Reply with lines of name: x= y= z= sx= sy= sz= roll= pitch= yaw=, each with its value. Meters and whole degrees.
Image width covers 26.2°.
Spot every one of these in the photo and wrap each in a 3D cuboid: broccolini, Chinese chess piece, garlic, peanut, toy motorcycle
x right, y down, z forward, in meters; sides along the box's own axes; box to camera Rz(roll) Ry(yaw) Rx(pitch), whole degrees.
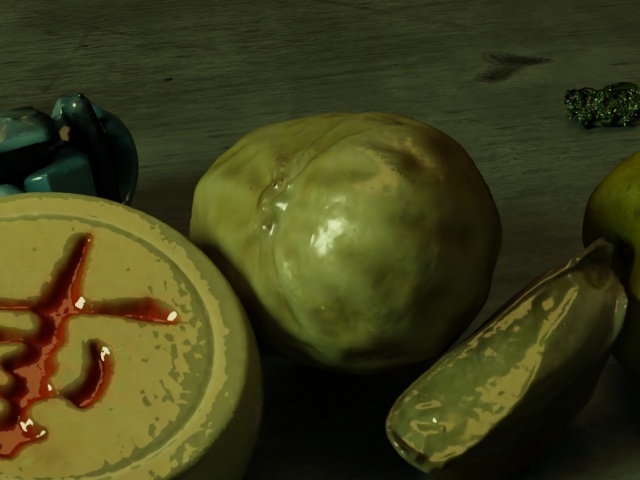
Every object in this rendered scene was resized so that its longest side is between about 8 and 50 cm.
broccolini: x=0.377 y=-0.171 z=1.506 sx=0.254 sy=0.057 sz=0.071 roll=-19 pitch=70 yaw=-25
Chinese chess piece: x=-0.157 y=0.084 z=0.810 sx=0.251 sy=0.097 sz=0.251 roll=6 pitch=50 yaw=-7
garlic: x=0.121 y=0.088 z=0.865 sx=0.195 sy=0.101 sz=0.087 roll=-37 pitch=66 yaw=-17
peanut: x=0.000 y=0.000 z=0.960 sx=0.192 sy=0.169 sz=0.387 roll=8 pitch=-2 yaw=-12
toy motorcycle: x=-0.237 y=-0.027 z=1.107 sx=0.232 sy=0.172 sz=0.416 roll=-17 pitch=18 yaw=-15

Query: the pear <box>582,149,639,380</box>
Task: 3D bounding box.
pear: x=0.273 y=0.019 z=0.913 sx=0.200 sy=0.200 sz=0.200 roll=-3 pitch=23 yaw=1
